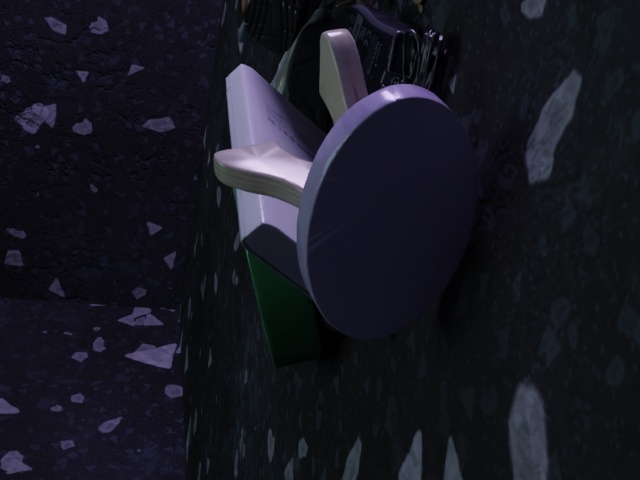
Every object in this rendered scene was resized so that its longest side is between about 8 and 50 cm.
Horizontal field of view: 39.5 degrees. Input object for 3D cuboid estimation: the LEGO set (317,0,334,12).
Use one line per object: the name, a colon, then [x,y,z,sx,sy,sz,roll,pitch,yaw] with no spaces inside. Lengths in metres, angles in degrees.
LEGO set: [-0.006,-0.490,1.486,0.227,0.093,0.087,111,159,-50]

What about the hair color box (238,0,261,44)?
hair color box: [-0.078,-0.552,1.765,0.374,0.113,0.185,132,141,-69]

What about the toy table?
toy table: [0.037,-0.055,0.879,0.161,0.252,0.274,-122,37,-46]

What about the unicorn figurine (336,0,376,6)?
unicorn figurine: [0.074,-0.380,1.209,0.162,0.060,0.111,-71,-4,-63]

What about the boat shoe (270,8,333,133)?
boat shoe: [-0.041,-0.230,1.505,0.103,0.118,0.320,-93,19,-53]

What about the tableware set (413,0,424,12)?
tableware set: [0.122,-0.364,1.069,0.141,0.020,0.169,-101,22,-45]

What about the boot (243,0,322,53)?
boot: [0.003,-0.443,1.286,0.223,0.118,0.338,-57,7,-31]

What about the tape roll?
tape roll: [-0.069,0.029,1.361,0.321,0.077,0.321,166,90,-87]

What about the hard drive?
hard drive: [-0.019,-0.059,1.134,0.047,0.233,0.353,-38,35,20]

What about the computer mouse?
computer mouse: [0.080,-0.199,1.084,0.272,0.072,0.188,59,135,52]
